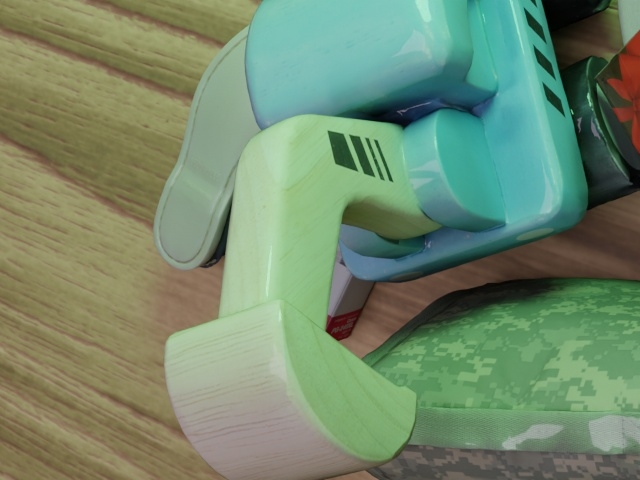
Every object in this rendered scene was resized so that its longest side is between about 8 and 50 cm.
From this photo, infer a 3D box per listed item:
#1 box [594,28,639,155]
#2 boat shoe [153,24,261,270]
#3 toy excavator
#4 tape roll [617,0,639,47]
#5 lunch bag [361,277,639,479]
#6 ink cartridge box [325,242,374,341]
[{"bbox_3d":[0.308,-0.042,0.818,0.293,0.057,0.201,63,147,18],"label":"box"},{"bbox_3d":[-0.066,-0.085,1.188,0.095,0.079,0.254,32,113,23],"label":"boat shoe"},{"bbox_3d":[0.039,-0.064,0.882,0.222,0.445,0.432,-19,74,33],"label":"toy excavator"},{"bbox_3d":[0.346,-0.160,0.832,0.392,0.072,0.392,29,127,49],"label":"tape roll"},{"bbox_3d":[0.175,0.119,0.940,0.235,0.287,0.168,0,95,31],"label":"lunch bag"},{"bbox_3d":[0.000,0.000,1.165,0.109,0.063,0.150,34,112,25],"label":"ink cartridge box"}]
